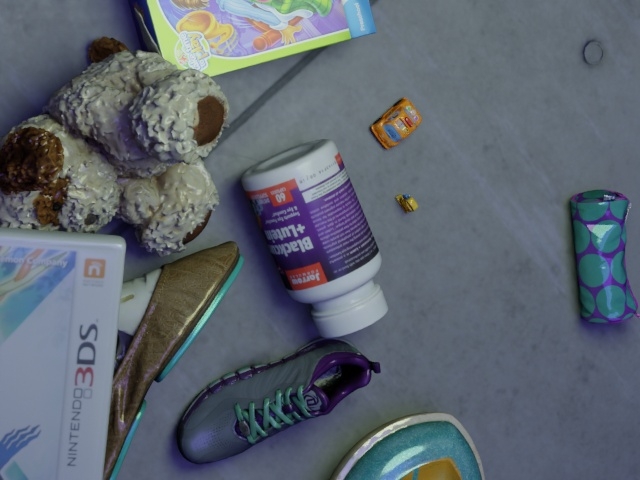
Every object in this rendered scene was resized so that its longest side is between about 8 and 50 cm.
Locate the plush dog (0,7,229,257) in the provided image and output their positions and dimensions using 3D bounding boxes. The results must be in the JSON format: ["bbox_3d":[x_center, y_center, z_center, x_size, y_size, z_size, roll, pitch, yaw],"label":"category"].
[{"bbox_3d":[-0.233,-0.082,1.393,0.225,0.262,0.210,-35,72,-24],"label":"plush dog"}]

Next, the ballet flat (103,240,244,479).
[{"bbox_3d":[-0.209,0.127,1.462,0.124,0.116,0.342,31,87,-10],"label":"ballet flat"}]

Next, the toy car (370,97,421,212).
[{"bbox_3d":[0.101,-0.094,1.589,0.060,0.040,0.122,-25,102,-17],"label":"toy car"}]

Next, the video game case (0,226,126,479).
[{"bbox_3d":[-0.358,0.131,1.331,0.329,0.036,0.299,4,102,-14],"label":"video game case"}]

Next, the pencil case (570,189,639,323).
[{"bbox_3d":[0.330,0.019,1.669,0.070,0.064,0.151,-5,97,5],"label":"pencil case"}]

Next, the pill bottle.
[{"bbox_3d":[0.000,0.000,1.522,0.108,0.108,0.193,-26,102,-17],"label":"pill bottle"}]

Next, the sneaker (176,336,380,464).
[{"bbox_3d":[-0.046,0.168,1.523,0.224,0.098,0.083,-30,103,-16],"label":"sneaker"}]

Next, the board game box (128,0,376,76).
[{"bbox_3d":[-0.101,-0.350,1.475,0.233,0.078,0.347,-18,100,-18],"label":"board game box"}]

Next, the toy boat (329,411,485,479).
[{"bbox_3d":[0.147,0.336,1.581,0.318,0.148,0.267,22,86,-20],"label":"toy boat"}]
